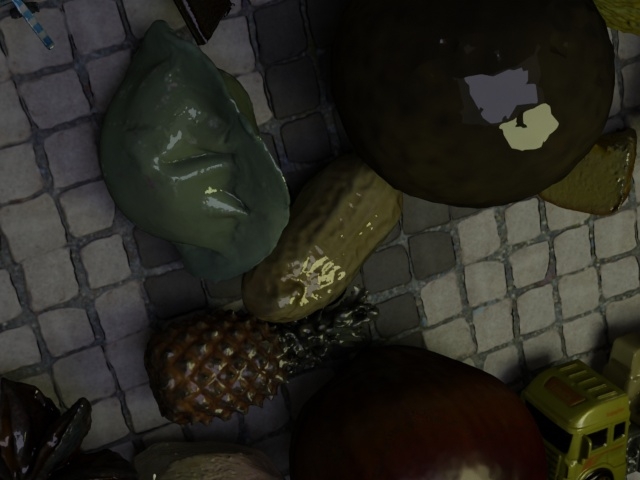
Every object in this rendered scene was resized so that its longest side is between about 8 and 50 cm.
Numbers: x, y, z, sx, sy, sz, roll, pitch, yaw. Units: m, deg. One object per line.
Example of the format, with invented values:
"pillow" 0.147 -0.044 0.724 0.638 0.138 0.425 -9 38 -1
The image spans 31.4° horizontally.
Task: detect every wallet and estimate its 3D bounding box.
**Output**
"wallet" -0.196 -0.386 1.494 0.039 0.133 0.243 -18 119 21

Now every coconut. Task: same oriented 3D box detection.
"coconut" -0.161 0.448 1.706 0.255 0.297 0.297 4 107 -14

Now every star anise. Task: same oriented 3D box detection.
"star anise" -0.396 0.341 1.628 0.332 0.117 0.331 4 107 13

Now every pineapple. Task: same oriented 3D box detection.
"pineapple" -0.080 0.163 1.703 0.361 0.175 0.175 -17 113 -17

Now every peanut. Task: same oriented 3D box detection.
"peanut" 0.000 0.000 1.663 0.152 0.152 0.313 51 61 -27

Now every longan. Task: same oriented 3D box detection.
"longan" 0.204 -0.231 1.548 0.391 0.391 0.391 -7 111 -19

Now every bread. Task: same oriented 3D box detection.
"bread" 0.428 -0.127 1.856 0.160 0.169 0.140 11 108 18

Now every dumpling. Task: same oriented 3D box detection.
"dumpling" -0.164 -0.128 1.556 0.270 0.211 0.320 -19 134 26

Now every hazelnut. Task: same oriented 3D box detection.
"hazelnut" 0.140 0.341 1.754 0.409 0.359 0.359 5 107 -37

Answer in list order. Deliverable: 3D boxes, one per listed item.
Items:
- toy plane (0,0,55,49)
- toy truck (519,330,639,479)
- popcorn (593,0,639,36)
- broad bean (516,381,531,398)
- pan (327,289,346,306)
"toy plane" -0.363 -0.354 1.465 0.273 0.107 0.182 -43 110 -18
"toy truck" 0.530 0.282 1.944 0.405 0.181 0.254 -14 116 -25
"popcorn" 0.467 -0.404 1.689 0.286 0.225 0.173 31 76 -60
"broad bean" 0.299 0.341 1.971 0.052 0.053 0.256 43 87 15
"pan" 0.024 0.052 1.779 0.115 0.023 0.068 -44 117 2
